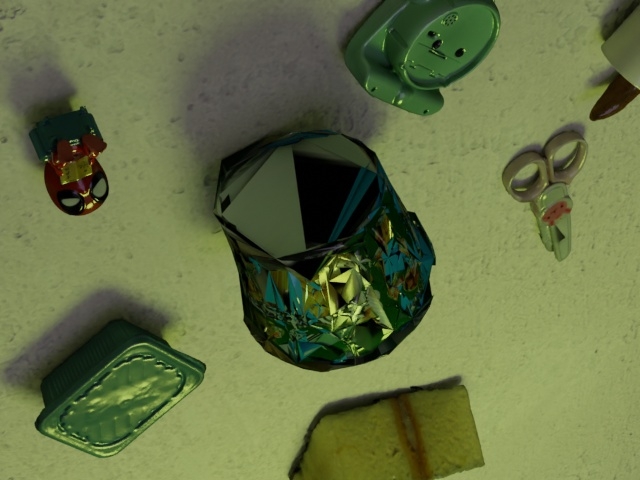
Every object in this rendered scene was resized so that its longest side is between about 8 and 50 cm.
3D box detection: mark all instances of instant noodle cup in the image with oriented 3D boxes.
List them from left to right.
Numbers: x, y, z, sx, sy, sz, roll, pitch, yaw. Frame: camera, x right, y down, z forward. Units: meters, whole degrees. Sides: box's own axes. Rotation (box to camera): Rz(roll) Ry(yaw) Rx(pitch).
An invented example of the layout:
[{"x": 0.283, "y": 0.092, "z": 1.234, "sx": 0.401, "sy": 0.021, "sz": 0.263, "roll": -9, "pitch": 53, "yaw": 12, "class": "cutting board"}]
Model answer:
[{"x": -0.243, "y": 0.167, "z": 1.997, "sx": 0.179, "sy": 0.070, "sz": 0.157, "roll": -39, "pitch": 146, "yaw": 11, "class": "instant noodle cup"}, {"x": 0.000, "y": 0.000, "z": 1.844, "sx": 0.240, "sy": 0.240, "sz": 0.178, "roll": -29, "pitch": 141, "yaw": -5, "class": "instant noodle cup"}]

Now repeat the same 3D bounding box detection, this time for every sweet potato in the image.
[{"x": 0.399, "y": -0.200, "z": 2.084, "sx": 0.179, "sy": 0.044, "sz": 0.044, "roll": -33, "pitch": 148, "yaw": -12, "class": "sweet potato"}]

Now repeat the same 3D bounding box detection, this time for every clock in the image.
[{"x": 0.124, "y": -0.224, "z": 1.799, "sx": 0.148, "sy": 0.060, "sz": 0.188, "roll": 14, "pitch": 124, "yaw": -49, "class": "clock"}]

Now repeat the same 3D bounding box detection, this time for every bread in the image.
[{"x": 0.105, "y": 0.302, "z": 2.447, "sx": 0.266, "sy": 0.142, "sz": 0.178, "roll": -12, "pitch": 127, "yaw": -32, "class": "bread"}]

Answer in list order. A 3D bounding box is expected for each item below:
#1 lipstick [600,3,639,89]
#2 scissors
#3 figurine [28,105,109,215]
[{"x": 0.462, "y": -0.313, "z": 1.942, "sx": 0.087, "sy": 0.087, "sz": 0.327, "roll": 13, "pitch": 126, "yaw": -48, "class": "lipstick"}, {"x": 0.303, "y": -0.049, "z": 2.211, "sx": 0.118, "sy": 0.030, "sz": 0.242, "roll": -29, "pitch": 144, "yaw": -6, "class": "scissors"}, {"x": -0.246, "y": -0.074, "z": 1.673, "sx": 0.068, "sy": 0.075, "sz": 0.140, "roll": -22, "pitch": 157, "yaw": -18, "class": "figurine"}]
